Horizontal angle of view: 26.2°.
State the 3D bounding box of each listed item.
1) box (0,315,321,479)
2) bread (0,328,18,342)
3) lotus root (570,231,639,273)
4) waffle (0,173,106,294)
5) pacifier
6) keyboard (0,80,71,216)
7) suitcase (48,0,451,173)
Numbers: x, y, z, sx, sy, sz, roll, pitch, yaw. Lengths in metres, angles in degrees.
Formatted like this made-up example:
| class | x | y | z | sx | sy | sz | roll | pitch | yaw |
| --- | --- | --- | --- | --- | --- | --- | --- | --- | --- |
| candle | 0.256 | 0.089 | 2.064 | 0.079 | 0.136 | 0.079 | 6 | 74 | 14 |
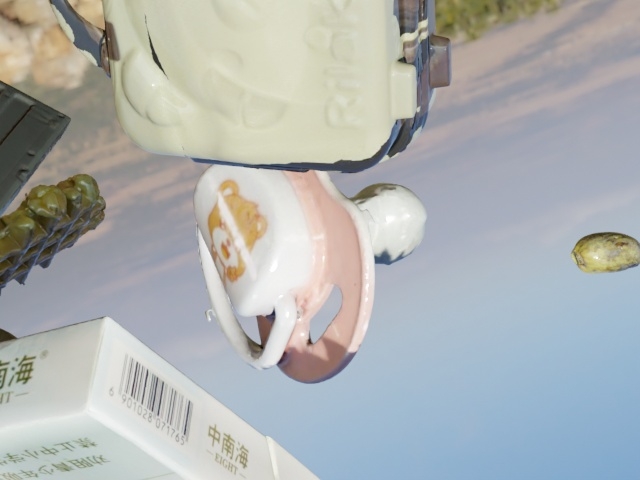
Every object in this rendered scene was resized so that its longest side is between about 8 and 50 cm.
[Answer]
| class | x | y | z | sx | sy | sz | roll | pitch | yaw |
| --- | --- | --- | --- | --- | --- | --- | --- | --- | --- |
| box | -0.126 | 0.144 | 0.881 | 0.155 | 0.067 | 0.243 | -12 | 143 | 28 |
| bread | -0.293 | 0.142 | 1.046 | 0.230 | 0.230 | 0.123 | -21 | -155 | 49 |
| lotus root | 0.343 | 0.014 | 1.622 | 0.099 | 0.049 | 0.054 | 0 | 175 | -19 |
| waffle | -0.274 | 0.009 | 1.229 | 0.192 | 0.046 | 0.160 | -42 | 174 | -7 |
| pacifier | -0.018 | -0.009 | 1.467 | 0.273 | 0.332 | 0.220 | -25 | 150 | -3 |
| keyboard | -0.243 | -0.016 | 0.804 | 0.041 | 0.103 | 0.381 | -59 | -174 | 24 |
| suitcase | -0.075 | -0.226 | 1.121 | 0.339 | 0.352 | 0.194 | 7 | -154 | 20 |
